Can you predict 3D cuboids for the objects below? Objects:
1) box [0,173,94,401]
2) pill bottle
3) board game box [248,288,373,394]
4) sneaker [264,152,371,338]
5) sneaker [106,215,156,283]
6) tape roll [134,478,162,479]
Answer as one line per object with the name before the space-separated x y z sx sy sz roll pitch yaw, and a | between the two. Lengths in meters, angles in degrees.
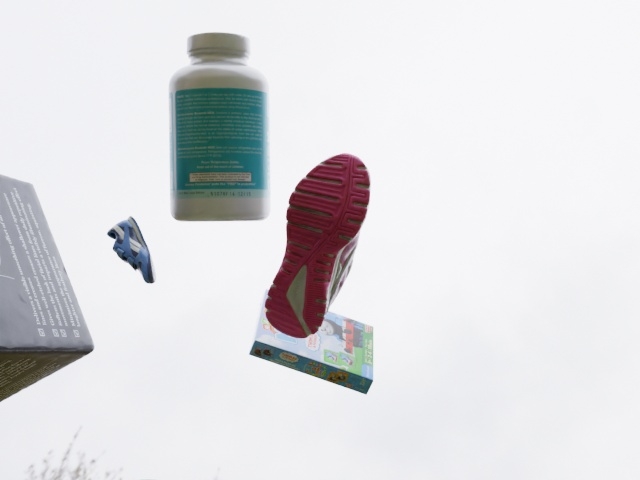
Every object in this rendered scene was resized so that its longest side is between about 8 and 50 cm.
box | -0.533 0.058 1.072 0.212 0.395 0.293 -29 -106 12
pill bottle | -0.145 -0.159 1.175 0.146 0.146 0.264 0 -88 8
board game box | -0.011 0.173 1.417 0.211 0.160 0.039 19 -61 -7
sneaker | 0.000 0.000 1.094 0.103 0.111 0.252 24 -76 7
sneaker | -0.337 0.024 1.463 0.059 0.053 0.144 -22 -120 -16
tape roll | -0.118 0.399 0.926 0.321 0.321 0.077 31 -88 -2
